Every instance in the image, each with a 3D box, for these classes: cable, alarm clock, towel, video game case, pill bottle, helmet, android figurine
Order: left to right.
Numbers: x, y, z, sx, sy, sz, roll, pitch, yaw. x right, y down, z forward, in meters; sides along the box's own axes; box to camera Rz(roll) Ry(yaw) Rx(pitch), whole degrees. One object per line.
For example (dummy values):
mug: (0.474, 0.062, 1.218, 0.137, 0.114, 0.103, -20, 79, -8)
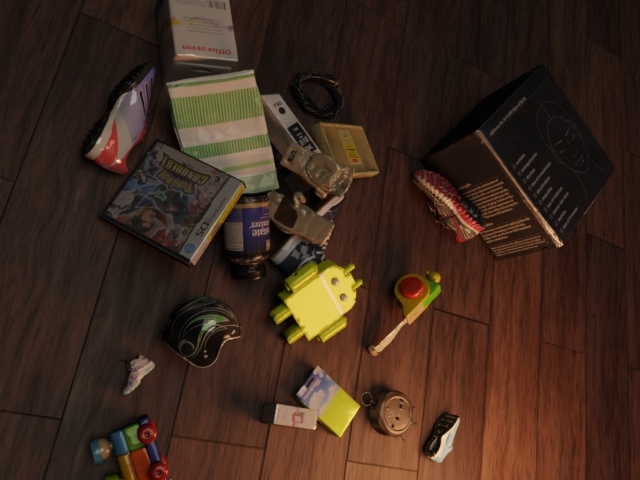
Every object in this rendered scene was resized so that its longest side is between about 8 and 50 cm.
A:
video game case: (-0.364, -0.097, 1.328, 0.274, 0.035, 0.248, 27, 73, 12)
helmet: (-0.285, 0.215, 1.313, 0.169, 0.169, 0.162, 38, 79, -15)
towel: (-0.258, -0.272, 1.423, 0.247, 0.038, 0.325, -14, 105, -12)
pill bottle: (-0.194, -0.011, 1.418, 0.122, 0.122, 0.219, -8, 101, -30)
cable: (-0.012, -0.465, 1.703, 0.184, 0.047, 0.151, 4, 81, -30)
android figurine: (-0.005, 0.166, 1.476, 0.272, 0.056, 0.248, -34, 123, -12)
alarm clock: (0.195, 0.496, 1.564, 0.192, 0.064, 0.129, 31, 65, -15)

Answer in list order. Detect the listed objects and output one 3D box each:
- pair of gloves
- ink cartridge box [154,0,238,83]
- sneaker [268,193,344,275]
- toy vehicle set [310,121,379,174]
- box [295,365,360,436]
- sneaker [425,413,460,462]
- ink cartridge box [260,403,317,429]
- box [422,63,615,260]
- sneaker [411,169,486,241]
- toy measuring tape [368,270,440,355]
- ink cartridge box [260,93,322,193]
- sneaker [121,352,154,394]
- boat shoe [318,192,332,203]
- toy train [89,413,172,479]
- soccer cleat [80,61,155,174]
pair of gloves: (-0.036, -0.125, 1.455, 0.204, 0.042, 0.240, 22, 95, 6)
ink cartridge box: (-0.345, -0.562, 1.469, 0.171, 0.168, 0.233, -3, 79, -29)
sneaker: (0.000, 0.000, 1.534, 0.153, 0.099, 0.282, 45, 81, -10)
toy vehicle set: (0.081, -0.273, 1.638, 0.267, 0.035, 0.166, -14, 83, -57)
box: (0.015, 0.445, 1.487, 0.178, 0.042, 0.109, 46, 60, -11)
sneaker: (0.381, 0.607, 1.646, 0.162, 0.063, 0.073, -50, 120, -24)
ink cartridge box: (-0.081, 0.461, 1.403, 0.122, 0.088, 0.052, 19, 66, -24)
box: (0.703, -0.270, 1.891, 0.480, 0.297, 0.472, -43, 101, -29)
sneaker: (0.416, -0.118, 1.812, 0.299, 0.112, 0.121, 46, 35, 3)
toy measuring tape: (0.240, 0.204, 1.649, 0.330, 0.121, 0.121, -43, 99, -12)
ink cartridge box: (-0.112, -0.291, 1.530, 0.065, 0.165, 0.333, -42, 100, -31)
sneaker: (-0.451, 0.311, 1.273, 0.069, 0.038, 0.098, 45, 52, -10)
boat shoe: (0.028, -0.103, 1.619, 0.065, 0.083, 0.183, 18, 94, 15)
toy train: (-0.414, 0.535, 1.204, 0.143, 0.105, 0.248, -17, 86, -20)
soccer cleat: (-0.491, -0.319, 1.381, 0.116, 0.108, 0.318, 39, 59, -38)
